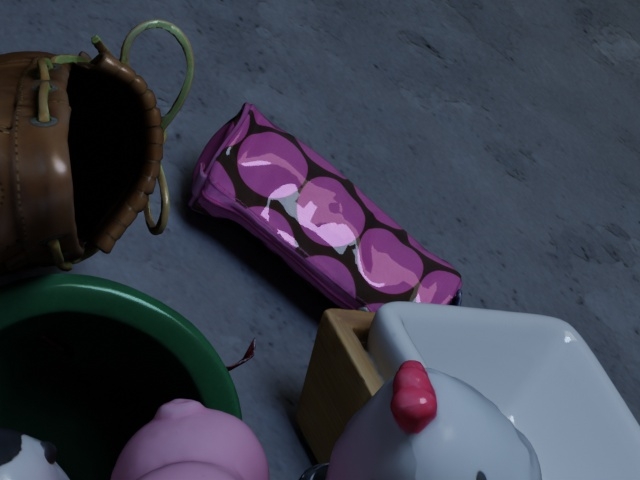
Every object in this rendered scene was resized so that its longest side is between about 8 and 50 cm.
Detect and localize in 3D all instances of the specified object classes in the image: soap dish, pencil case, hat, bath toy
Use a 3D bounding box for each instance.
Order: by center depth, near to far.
[{"bbox_3d":[-0.077,0.126,0.799,0.129,0.348,0.151,75,5,-59],"label":"bath toy"},{"bbox_3d":[-0.140,0.103,1.042,0.208,0.173,0.183,25,-3,-16],"label":"hat"},{"bbox_3d":[0.127,0.178,1.185,0.229,0.118,0.291,8,43,-46],"label":"soap dish"},{"bbox_3d":[0.000,0.000,1.309,0.209,0.095,0.098,38,50,-3],"label":"pencil case"}]

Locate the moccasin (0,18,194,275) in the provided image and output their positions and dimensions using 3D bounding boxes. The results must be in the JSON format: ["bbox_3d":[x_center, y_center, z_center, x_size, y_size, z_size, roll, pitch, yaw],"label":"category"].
[{"bbox_3d":[-0.144,-0.052,1.058,0.380,0.147,0.139,-22,107,-85],"label":"moccasin"}]

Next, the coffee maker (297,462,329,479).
[{"bbox_3d":[0.010,0.200,0.954,0.171,0.178,0.120,-3,52,-52],"label":"coffee maker"}]
